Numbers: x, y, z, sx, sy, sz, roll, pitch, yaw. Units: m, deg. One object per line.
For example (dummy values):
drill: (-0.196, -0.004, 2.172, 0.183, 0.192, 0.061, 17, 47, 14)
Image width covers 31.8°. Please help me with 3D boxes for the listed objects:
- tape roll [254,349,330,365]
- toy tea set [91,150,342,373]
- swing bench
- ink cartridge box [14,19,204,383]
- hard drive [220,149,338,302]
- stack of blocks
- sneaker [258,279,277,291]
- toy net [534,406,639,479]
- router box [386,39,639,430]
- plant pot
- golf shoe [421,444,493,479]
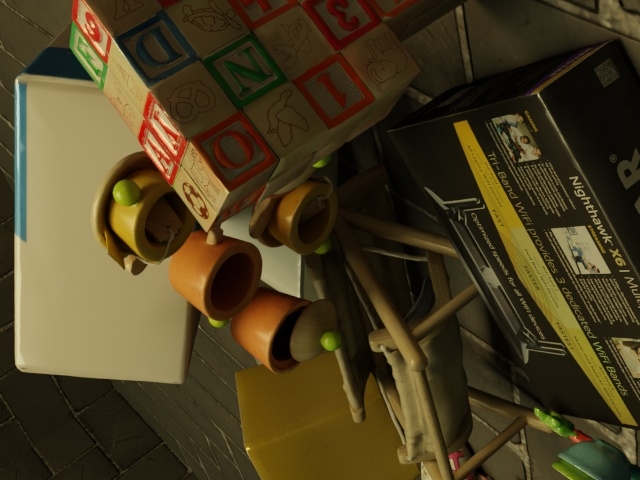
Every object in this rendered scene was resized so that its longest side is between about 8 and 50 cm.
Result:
tape roll: (-0.019, 0.207, 1.750, 0.219, 0.072, 0.219, 45, 159, 23)
toy tea set: (-0.038, 0.000, 0.954, 0.124, 0.200, 0.336, 25, 165, 32)
swing bench: (0.098, 0.100, 1.183, 0.255, 0.165, 0.253, 36, 153, 43)
ink cartridge box: (-0.185, -0.078, 1.152, 0.395, 0.166, 0.285, -90, 6, -66)
hard drive: (-0.098, -0.088, 1.376, 0.353, 0.047, 0.233, 29, 122, 51)
stack of blocks: (-0.007, -0.161, 0.812, 0.171, 0.297, 0.087, 53, 158, 5)
sneaker: (-0.107, 0.042, 1.705, 0.085, 0.058, 0.152, 32, 157, 30)
toy net: (0.285, 0.229, 1.004, 0.232, 0.045, 0.122, 35, 176, -25)
router box: (0.207, 0.008, 0.911, 0.308, 0.081, 0.243, 59, 160, -11)
plant pot: (0.017, 0.272, 1.548, 0.212, 0.187, 0.212, -109, -6, -67)
golf shoe: (0.163, 0.306, 1.477, 0.186, 0.086, 0.067, 54, 160, 8)
